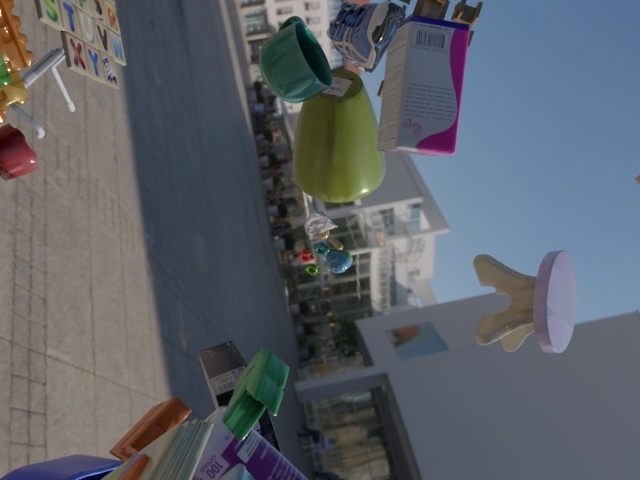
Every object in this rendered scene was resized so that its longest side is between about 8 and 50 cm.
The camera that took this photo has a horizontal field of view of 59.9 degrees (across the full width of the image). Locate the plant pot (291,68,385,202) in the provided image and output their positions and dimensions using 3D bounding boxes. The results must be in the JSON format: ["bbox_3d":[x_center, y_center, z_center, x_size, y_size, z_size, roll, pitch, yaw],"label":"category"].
[{"bbox_3d":[0.047,-0.302,1.510,0.293,0.275,0.274,87,-8,-51],"label":"plant pot"}]

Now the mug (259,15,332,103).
[{"bbox_3d":[-0.050,-0.327,1.030,0.129,0.098,0.157,54,27,-27],"label":"mug"}]

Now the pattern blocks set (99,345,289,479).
[{"bbox_3d":[-0.144,0.181,0.299,0.026,0.325,0.285,47,6,-10],"label":"pattern blocks set"}]

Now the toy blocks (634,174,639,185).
[{"bbox_3d":[0.841,-0.106,1.085,0.260,0.289,0.309,60,12,11],"label":"toy blocks"}]

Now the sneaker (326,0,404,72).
[{"bbox_3d":[0.051,-0.273,0.734,0.080,0.081,0.211,-59,-170,4],"label":"sneaker"}]

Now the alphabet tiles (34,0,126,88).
[{"bbox_3d":[-0.407,-0.438,0.926,0.285,0.011,0.342,-40,120,-84],"label":"alphabet tiles"}]

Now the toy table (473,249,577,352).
[{"bbox_3d":[0.446,0.134,1.208,0.274,0.161,0.252,-31,108,-51],"label":"toy table"}]

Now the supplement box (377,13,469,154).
[{"bbox_3d":[0.178,-0.264,0.982,0.114,0.111,0.219,-156,-108,-76],"label":"supplement box"}]

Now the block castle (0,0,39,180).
[{"bbox_3d":[-0.587,-0.304,0.794,0.303,0.213,0.453,32,-38,26],"label":"block castle"}]

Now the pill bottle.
[{"bbox_3d":[-0.088,0.401,0.808,0.301,0.169,0.169,42,-5,1],"label":"pill bottle"}]

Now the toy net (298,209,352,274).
[{"bbox_3d":[0.000,0.000,1.331,0.232,0.122,0.045,74,26,-45],"label":"toy net"}]

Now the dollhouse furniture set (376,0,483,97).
[{"bbox_3d":[0.233,-0.466,1.327,0.161,0.212,0.241,110,0,-81],"label":"dollhouse furniture set"}]

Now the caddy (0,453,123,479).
[{"bbox_3d":[-0.400,0.492,0.918,0.341,0.179,0.241,27,66,-67],"label":"caddy"}]

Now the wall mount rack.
[{"bbox_3d":[-0.653,-0.318,1.299,0.304,0.350,0.130,-5,-44,51],"label":"wall mount rack"}]

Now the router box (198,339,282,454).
[{"bbox_3d":[-0.150,0.348,1.073,0.309,0.081,0.242,-170,-117,-72],"label":"router box"}]
